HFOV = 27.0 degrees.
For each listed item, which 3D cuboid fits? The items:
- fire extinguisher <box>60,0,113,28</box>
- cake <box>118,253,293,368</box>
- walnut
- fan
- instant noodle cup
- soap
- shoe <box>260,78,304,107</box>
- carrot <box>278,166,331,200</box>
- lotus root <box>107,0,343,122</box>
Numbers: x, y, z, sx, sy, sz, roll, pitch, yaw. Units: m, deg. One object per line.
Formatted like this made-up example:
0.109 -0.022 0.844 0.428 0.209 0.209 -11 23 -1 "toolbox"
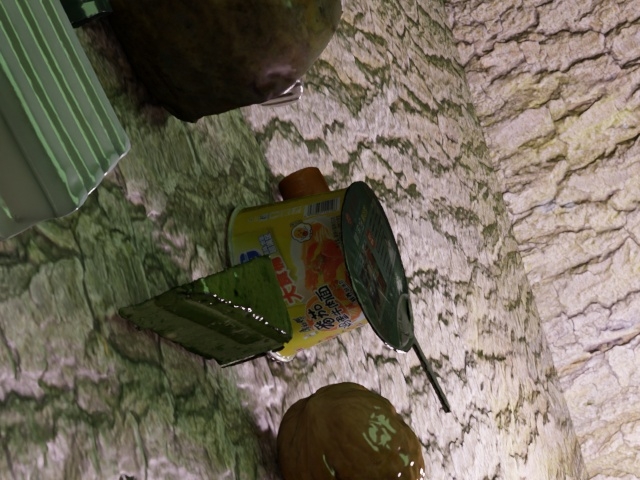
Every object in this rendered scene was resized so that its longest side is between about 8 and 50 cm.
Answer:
-0.285 -0.328 1.201 0.118 0.093 0.294 -162 -130 -79 "fire extinguisher"
-0.116 0.050 1.308 0.235 0.100 0.099 34 39 -64 "cake"
0.031 0.236 1.479 0.184 0.155 0.155 55 24 -37 "walnut"
0.078 0.069 1.530 0.223 0.012 0.294 0 72 -72 "fan"
-0.004 0.028 1.596 0.205 0.153 0.205 57 21 -36 "instant noodle cup"
-0.264 -0.153 1.078 0.160 0.087 0.265 -67 136 -65 "soap"
-0.083 -0.286 1.751 0.227 0.099 0.125 62 26 -44 "shoe"
0.000 0.000 1.758 0.193 0.087 0.087 71 17 6 "carrot"
-0.143 -0.319 1.410 0.346 0.250 0.250 57 22 -27 "lotus root"
